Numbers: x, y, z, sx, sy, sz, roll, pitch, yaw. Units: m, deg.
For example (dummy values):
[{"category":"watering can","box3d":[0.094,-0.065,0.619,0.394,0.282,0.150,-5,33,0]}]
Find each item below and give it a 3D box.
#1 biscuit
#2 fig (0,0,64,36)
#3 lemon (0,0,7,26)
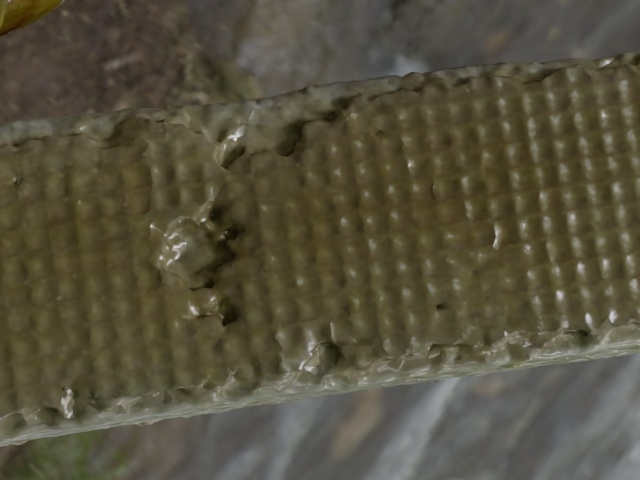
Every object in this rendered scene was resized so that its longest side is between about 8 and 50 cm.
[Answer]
[{"category":"biscuit","box3d":[0.000,0.000,0.694,0.426,0.144,0.078,-8,171,-7]},{"category":"fig","box3d":[-0.094,-0.162,0.423,0.149,0.149,0.245,-19,159,-40]},{"category":"lemon","box3d":[-0.110,-0.047,0.308,0.110,0.082,0.082,-31,150,20]}]
